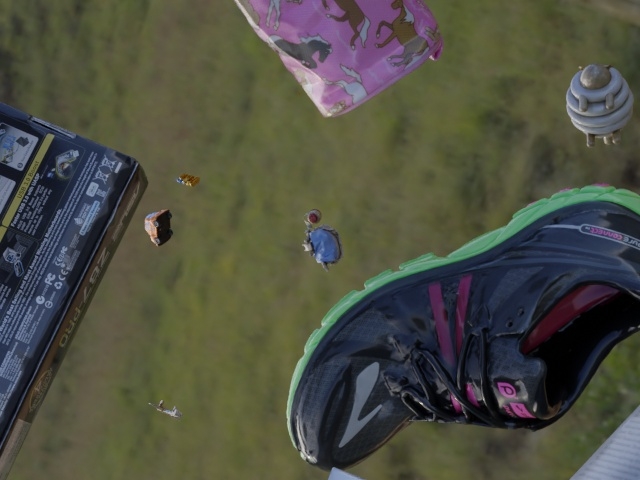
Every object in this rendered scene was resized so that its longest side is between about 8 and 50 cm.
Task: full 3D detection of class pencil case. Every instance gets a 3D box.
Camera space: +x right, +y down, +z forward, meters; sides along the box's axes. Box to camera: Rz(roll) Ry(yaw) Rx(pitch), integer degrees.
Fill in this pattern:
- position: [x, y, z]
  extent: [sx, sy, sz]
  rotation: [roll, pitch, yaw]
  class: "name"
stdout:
- position: [-0.031, -0.318, 1.473]
  extent: [0.167, 0.386, 0.160]
  rotation: [-28, 15, 32]
  class: "pencil case"

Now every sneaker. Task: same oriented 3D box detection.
- position: [0.164, 0.119, 1.481]
  extent: [0.483, 0.185, 0.202]
  rotation: [-34, 40, 17]
  class: "sneaker"

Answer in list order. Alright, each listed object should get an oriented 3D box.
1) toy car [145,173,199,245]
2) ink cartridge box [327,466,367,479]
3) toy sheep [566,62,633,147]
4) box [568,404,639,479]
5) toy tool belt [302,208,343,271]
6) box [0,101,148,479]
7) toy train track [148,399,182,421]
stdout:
- position: [-0.236, -0.050, 2.169]
  extent: [0.122, 0.040, 0.060]
  rotation: [-52, -33, -30]
  class: "toy car"
- position: [0.091, 0.352, 1.297]
  extent: [0.171, 0.232, 0.168]
  rotation: [80, -148, -62]
  class: "ink cartridge box"
- position: [0.348, -0.167, 1.709]
  extent: [0.132, 0.091, 0.091]
  rotation: [73, -160, -44]
  class: "toy sheep"
- position: [0.437, 0.246, 1.417]
  extent: [0.345, 0.215, 0.168]
  rotation: [-43, 9, -13]
  class: "box"
- position: [0.000, 0.000, 1.960]
  extent: [0.052, 0.083, 0.051]
  rotation: [-20, 13, 25]
  class: "toy tool belt"
- position: [-0.409, 0.038, 1.460]
  extent: [0.097, 0.318, 0.395]
  rotation: [88, -155, -78]
  class: "box"
- position: [-0.191, 0.216, 1.758]
  extent: [0.014, 0.048, 0.083]
  rotation: [-61, 18, -12]
  class: "toy train track"
